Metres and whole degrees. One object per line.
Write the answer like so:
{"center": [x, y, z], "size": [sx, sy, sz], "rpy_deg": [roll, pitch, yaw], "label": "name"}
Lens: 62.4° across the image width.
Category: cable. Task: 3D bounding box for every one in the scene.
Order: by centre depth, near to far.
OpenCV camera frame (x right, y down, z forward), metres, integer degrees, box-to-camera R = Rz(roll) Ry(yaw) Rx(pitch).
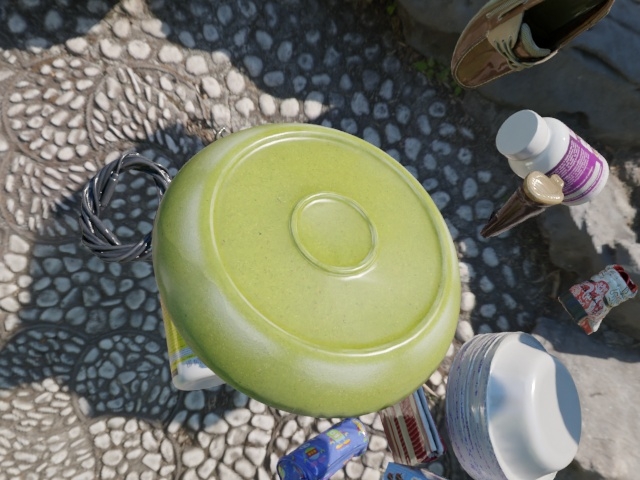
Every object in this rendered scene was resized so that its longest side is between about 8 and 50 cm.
{"center": [-0.313, -0.054, 0.862], "size": [0.150, 0.047, 0.185], "rpy_deg": [-3, 80, -2], "label": "cable"}

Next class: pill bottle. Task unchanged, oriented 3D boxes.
{"center": [-0.203, 0.132, 0.891], "size": [0.117, 0.117, 0.215], "rpy_deg": [-15, 68, -3], "label": "pill bottle"}
{"center": [0.609, -0.221, 1.402], "size": [0.301, 0.169, 0.169], "rpy_deg": [24, 87, -31], "label": "pill bottle"}

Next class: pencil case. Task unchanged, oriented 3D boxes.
{"center": [0.015, 0.625, 1.533], "size": [0.133, 0.306, 0.119], "rpy_deg": [11, 107, 41], "label": "pencil case"}

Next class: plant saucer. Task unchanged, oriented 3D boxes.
{"center": [0.005, 0.001, 0.383], "size": [0.241, 0.037, 0.241], "rpy_deg": [10, 59, -17], "label": "plant saucer"}

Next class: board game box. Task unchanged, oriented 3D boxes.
{"center": [0.229, 0.427, 0.865], "size": [0.211, 0.160, 0.039], "rpy_deg": [10, 73, 39], "label": "board game box"}

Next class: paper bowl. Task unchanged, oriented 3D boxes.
{"center": [0.373, 0.312, 0.980], "size": [0.284, 0.148, 0.284], "rpy_deg": [13, 70, -38], "label": "paper bowl"}

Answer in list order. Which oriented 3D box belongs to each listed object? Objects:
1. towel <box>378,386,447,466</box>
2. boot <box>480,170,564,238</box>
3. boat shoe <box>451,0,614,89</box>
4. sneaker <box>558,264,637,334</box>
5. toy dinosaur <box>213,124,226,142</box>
{"center": [0.161, 0.326, 1.058], "size": [0.037, 0.329, 0.237], "rpy_deg": [-12, 63, -10], "label": "towel"}
{"center": [0.459, -0.066, 1.234], "size": [0.207, 0.248, 0.090], "rpy_deg": [-46, 73, 32], "label": "boot"}
{"center": [0.330, -0.340, 0.854], "size": [0.123, 0.324, 0.116], "rpy_deg": [31, 59, -16], "label": "boat shoe"}
{"center": [0.635, 0.133, 1.190], "size": [0.145, 0.270, 0.090], "rpy_deg": [-37, 60, 19], "label": "sneaker"}
{"center": [-0.183, -0.101, 1.126], "size": [0.121, 0.160, 0.314], "rpy_deg": [22, 67, -34], "label": "toy dinosaur"}
